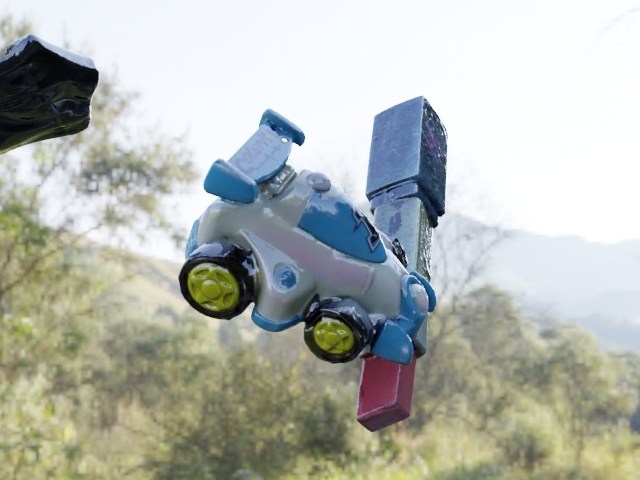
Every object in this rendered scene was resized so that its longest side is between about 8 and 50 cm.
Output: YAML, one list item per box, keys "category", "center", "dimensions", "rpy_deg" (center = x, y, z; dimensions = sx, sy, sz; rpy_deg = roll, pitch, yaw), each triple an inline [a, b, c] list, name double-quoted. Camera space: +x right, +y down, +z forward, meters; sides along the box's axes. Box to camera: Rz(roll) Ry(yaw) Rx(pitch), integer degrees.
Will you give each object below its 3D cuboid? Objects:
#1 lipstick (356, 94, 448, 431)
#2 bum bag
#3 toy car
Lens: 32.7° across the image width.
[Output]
- category: "lipstick"
  center: [0.060, 0.012, 0.804]
  dimensions: [0.051, 0.312, 0.051]
  rpy_deg: [-19, -51, 24]
- category: "bum bag"
  center: [-0.300, -0.080, 0.785]
  dimensions: [0.310, 0.074, 0.137]
  rpy_deg: [-11, -15, 9]
- category: "toy car"
  center: [0.000, 0.000, 0.670]
  dimensions: [0.161, 0.098, 0.126]
  rpy_deg: [24, 35, 9]
